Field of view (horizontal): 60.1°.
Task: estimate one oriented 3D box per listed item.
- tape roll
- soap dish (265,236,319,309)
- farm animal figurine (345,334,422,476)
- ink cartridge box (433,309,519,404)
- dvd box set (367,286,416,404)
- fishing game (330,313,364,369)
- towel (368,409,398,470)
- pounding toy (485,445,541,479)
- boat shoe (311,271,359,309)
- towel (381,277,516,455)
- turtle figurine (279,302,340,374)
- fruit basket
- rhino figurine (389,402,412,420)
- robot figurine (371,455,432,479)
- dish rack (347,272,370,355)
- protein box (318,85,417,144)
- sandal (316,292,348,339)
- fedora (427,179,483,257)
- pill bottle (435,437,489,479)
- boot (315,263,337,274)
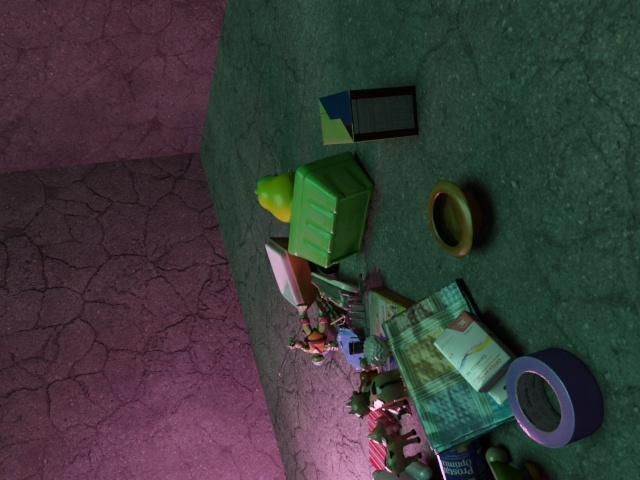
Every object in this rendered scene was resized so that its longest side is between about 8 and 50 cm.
[{"bbox_3d":[0.481,0.325,1.152,0.189,0.080,0.189,171,90,-68],"label":"tape roll"},{"bbox_3d":[-0.122,0.131,2.393,0.229,0.118,0.291,29,141,62],"label":"soap dish"},{"bbox_3d":[0.178,0.498,1.653,0.330,0.172,0.327,57,146,42],"label":"farm animal figurine"},{"bbox_3d":[0.378,0.274,1.300,0.115,0.067,0.198,-52,52,14],"label":"ink cartridge box"},{"bbox_3d":[0.274,0.336,1.674,0.420,0.062,0.308,-159,61,-65],"label":"dvd box set"},{"bbox_3d":[0.128,0.405,2.062,0.264,0.041,0.189,59,151,13],"label":"fishing game"},{"bbox_3d":[0.225,0.732,2.000,0.199,0.031,0.275,-152,57,-65],"label":"towel"},{"bbox_3d":[0.475,0.577,1.278,0.237,0.110,0.183,13,-127,-83],"label":"pounding toy"},{"bbox_3d":[0.040,0.185,2.090,0.305,0.109,0.091,16,93,62],"label":"boat shoe"},{"bbox_3d":[0.322,0.316,1.402,0.271,0.040,0.370,-37,59,26],"label":"towel"},{"bbox_3d":[-0.025,0.393,2.251,0.197,0.274,0.267,-5,91,33],"label":"turtle figurine"},{"bbox_3d":[-0.029,-0.130,1.905,0.392,0.282,0.392,31,132,43],"label":"fruit basket"},{"bbox_3d":[0.235,0.517,1.831,0.243,0.073,0.106,-158,64,-62],"label":"rhino figurine"},{"bbox_3d":[0.278,0.818,1.686,0.353,0.199,0.300,-173,89,-67],"label":"robot figurine"},{"bbox_3d":[0.124,0.246,1.854,0.208,0.074,0.272,76,-169,-80],"label":"dish rack"},{"bbox_3d":[0.130,-0.347,1.544,0.199,0.201,0.136,-162,65,-65],"label":"protein box"},{"bbox_3d":[0.057,0.294,2.167,0.219,0.060,0.090,56,134,24],"label":"sandal"},{"bbox_3d":[0.335,-0.057,1.340,0.194,0.079,0.194,51,150,46],"label":"fedora"},{"bbox_3d":[0.372,0.586,1.452,0.122,0.122,0.219,-1,107,67],"label":"pill bottle"},{"bbox_3d":[0.001,-0.001,2.162,0.179,0.085,0.236,-90,-26,-57],"label":"boot"}]
